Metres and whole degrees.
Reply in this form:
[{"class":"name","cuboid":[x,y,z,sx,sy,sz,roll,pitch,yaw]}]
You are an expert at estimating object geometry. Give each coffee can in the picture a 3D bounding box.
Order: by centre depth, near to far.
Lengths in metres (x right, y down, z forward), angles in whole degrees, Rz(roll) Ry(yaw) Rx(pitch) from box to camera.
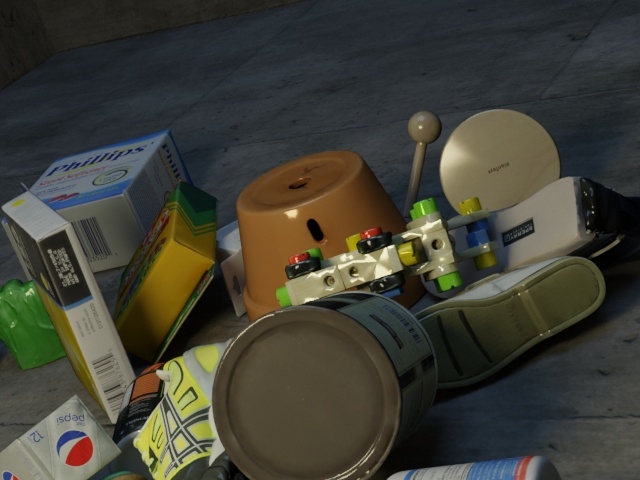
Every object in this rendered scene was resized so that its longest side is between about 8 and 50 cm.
[{"class":"coffee can","cuboid":[0.015,0.164,1.589,0.201,0.202,0.275,-16,-2,13]}]

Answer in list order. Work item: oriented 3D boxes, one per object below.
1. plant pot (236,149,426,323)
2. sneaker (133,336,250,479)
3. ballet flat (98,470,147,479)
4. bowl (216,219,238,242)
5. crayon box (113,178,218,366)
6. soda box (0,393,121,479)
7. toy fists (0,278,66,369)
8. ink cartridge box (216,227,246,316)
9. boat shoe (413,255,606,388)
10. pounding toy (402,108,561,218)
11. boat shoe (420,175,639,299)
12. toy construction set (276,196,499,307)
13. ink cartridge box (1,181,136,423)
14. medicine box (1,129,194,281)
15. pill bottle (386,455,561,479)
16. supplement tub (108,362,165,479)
[{"class":"plant pot","cuboid":[0.000,0.000,2.101,0.290,0.203,0.291,-18,23,8]},{"class":"sneaker","cuboid":[-0.138,0.271,1.632,0.147,0.145,0.385,-11,34,14]},{"class":"ballet flat","cuboid":[-0.320,0.398,1.613,0.342,0.116,0.124,-30,44,-20]},{"class":"bowl","cuboid":[-0.096,-0.003,2.390,0.142,0.053,0.142,-28,22,-16]},{"class":"crayon box","cuboid":[-0.242,0.052,2.216,0.202,0.081,0.318,-57,15,17]},{"class":"soda box","cuboid":[-0.354,0.287,1.746,0.098,0.091,0.286,-38,0,-37]},{"class":"toy fists","cuboid":[-0.538,0.145,2.318,0.279,0.142,0.096,-18,22,6]},{"class":"ink cartridge box","cuboid":[-0.103,0.030,2.244,0.061,0.104,0.181,11,37,42]},{"class":"boat shoe","cuboid":[0.214,0.107,1.813,0.302,0.113,0.103,-20,2,-3]},{"class":"pounding toy","cuboid":[0.251,-0.112,2.189,0.236,0.183,0.110,4,5,9]},{"class":"boat shoe","cuboid":[0.299,0.013,1.957,0.158,0.127,0.340,11,-20,-36]},{"class":"toy construction set","cuboid":[0.069,0.047,1.875,0.327,0.151,0.215,-35,-7,17]},{"class":"ink cartridge box","cuboid":[-0.378,0.085,2.104,0.072,0.304,0.307,-28,22,-18]},{"class":"medicine box","cuboid":[-0.412,-0.063,2.680,0.263,0.149,0.289,-13,24,18]},{"class":"pill bottle","cuboid":[0.130,0.289,1.426,0.221,0.124,0.124,-12,24,24]},{"class":"supplement tub","cuboid":[-0.206,0.242,1.837,0.117,0.117,0.190,-17,22,8]}]
